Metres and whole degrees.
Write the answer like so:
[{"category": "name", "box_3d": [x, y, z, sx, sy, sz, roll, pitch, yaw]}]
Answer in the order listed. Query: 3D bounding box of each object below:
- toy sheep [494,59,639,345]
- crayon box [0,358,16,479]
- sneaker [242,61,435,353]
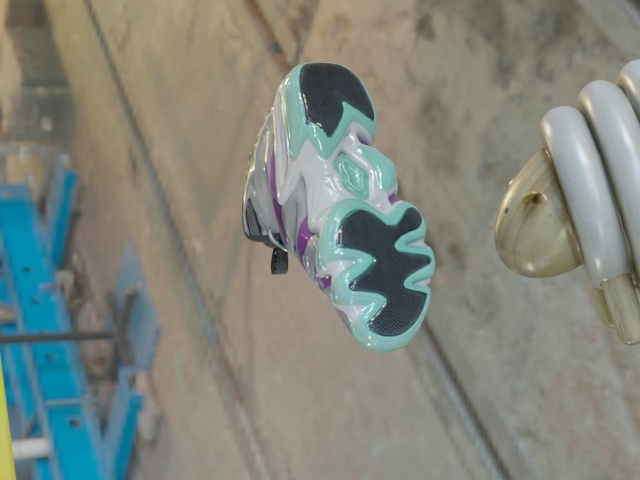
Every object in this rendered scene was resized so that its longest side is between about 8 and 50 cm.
[{"category": "toy sheep", "box_3d": [0.120, -0.019, 0.450, 0.091, 0.132, 0.091, -19, -90, -87]}, {"category": "crayon box", "box_3d": [-0.249, 0.039, 0.669, 0.081, 0.165, 0.278, -50, 33, 18]}, {"category": "sneaker", "box_3d": [0.000, 0.000, 0.434, 0.069, 0.038, 0.098, -48, 47, 50]}]
